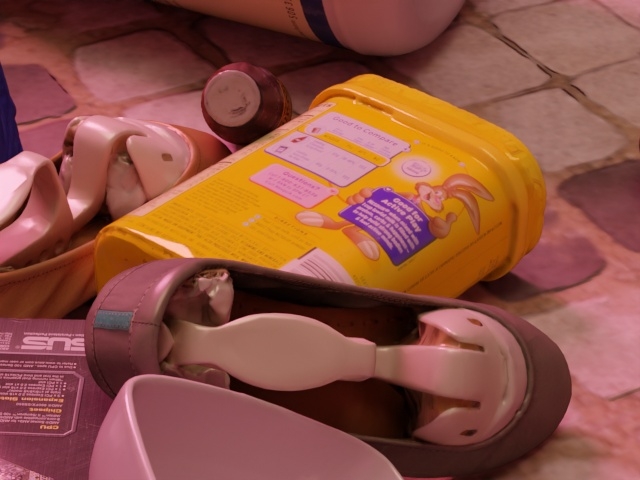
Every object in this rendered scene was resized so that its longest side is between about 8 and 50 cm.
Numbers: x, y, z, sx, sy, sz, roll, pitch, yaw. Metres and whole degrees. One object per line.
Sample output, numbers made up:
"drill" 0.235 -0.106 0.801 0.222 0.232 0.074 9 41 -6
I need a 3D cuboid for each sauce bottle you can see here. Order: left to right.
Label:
"sauce bottle" -0.037 -0.065 0.797 0.042 0.042 0.128 4 5 2

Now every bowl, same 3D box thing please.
"bowl" -0.011 0.117 0.520 0.142 0.053 0.142 25 26 -44

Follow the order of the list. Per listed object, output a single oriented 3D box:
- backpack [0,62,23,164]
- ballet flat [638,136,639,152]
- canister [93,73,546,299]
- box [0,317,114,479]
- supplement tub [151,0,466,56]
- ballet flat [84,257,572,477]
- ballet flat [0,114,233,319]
"backpack" -0.209 -0.058 0.778 0.120 0.098 0.101 -8 26 6
"ballet flat" 0.273 -0.049 0.831 0.222 0.077 0.079 -11 54 -11
"canister" 0.000 0.000 0.726 0.126 0.073 0.170 27 42 32
"box" -0.175 0.099 0.579 0.231 0.056 0.183 1 35 -3
"supplement tub" -0.067 -0.251 0.945 0.325 0.235 0.235 16 36 18
"ballet flat" 0.019 0.050 0.609 0.213 0.072 0.068 10 -9 -27
"ballet flat" -0.109 -0.014 0.737 0.080 0.073 0.232 21 38 23
